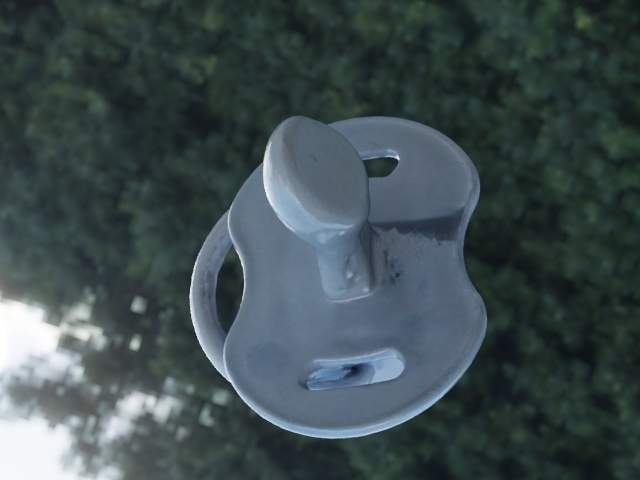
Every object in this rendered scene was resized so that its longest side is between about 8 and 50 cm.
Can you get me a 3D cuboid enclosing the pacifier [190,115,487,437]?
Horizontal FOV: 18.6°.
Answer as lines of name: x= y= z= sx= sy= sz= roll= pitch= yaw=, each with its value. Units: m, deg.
pacifier: x=0.000 y=0.000 z=1.413 sx=0.227 sy=0.207 sz=0.279 roll=-7 pitch=-126 yaw=10
